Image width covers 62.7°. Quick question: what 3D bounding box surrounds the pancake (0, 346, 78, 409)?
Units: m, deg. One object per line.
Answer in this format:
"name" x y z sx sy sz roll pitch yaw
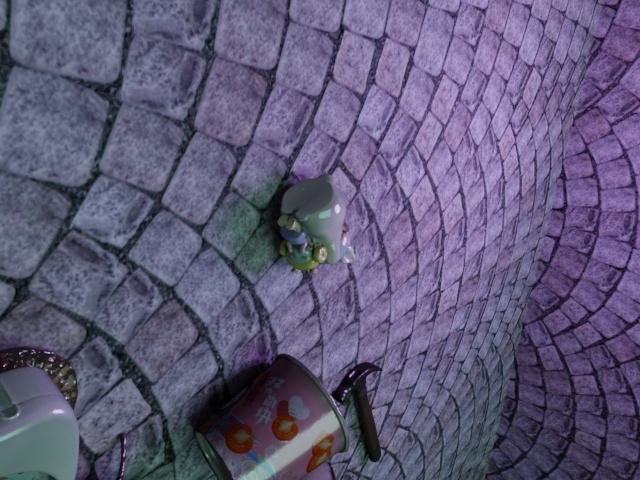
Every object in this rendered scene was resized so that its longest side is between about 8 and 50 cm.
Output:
"pancake" -0.435 0.236 0.726 0.199 0.021 0.199 -27 128 -40

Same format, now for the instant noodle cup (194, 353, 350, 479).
"instant noodle cup" -0.104 0.387 1.049 0.231 0.243 0.243 -30 130 -29

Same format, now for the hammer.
"hammer" 0.133 0.526 1.553 0.168 0.044 0.440 -39 135 -30

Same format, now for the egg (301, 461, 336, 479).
"egg" -0.036 0.699 1.315 0.174 0.286 0.264 0 105 -10

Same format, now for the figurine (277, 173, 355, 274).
"figurine" 0.000 0.000 1.053 0.235 0.127 0.155 71 35 -45

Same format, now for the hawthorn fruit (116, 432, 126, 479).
"hawthorn fruit" -0.348 0.506 0.796 0.231 0.235 0.263 -16 113 -36

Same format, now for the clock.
"clock" -0.448 0.329 0.645 0.265 0.108 0.324 -20 136 -46
